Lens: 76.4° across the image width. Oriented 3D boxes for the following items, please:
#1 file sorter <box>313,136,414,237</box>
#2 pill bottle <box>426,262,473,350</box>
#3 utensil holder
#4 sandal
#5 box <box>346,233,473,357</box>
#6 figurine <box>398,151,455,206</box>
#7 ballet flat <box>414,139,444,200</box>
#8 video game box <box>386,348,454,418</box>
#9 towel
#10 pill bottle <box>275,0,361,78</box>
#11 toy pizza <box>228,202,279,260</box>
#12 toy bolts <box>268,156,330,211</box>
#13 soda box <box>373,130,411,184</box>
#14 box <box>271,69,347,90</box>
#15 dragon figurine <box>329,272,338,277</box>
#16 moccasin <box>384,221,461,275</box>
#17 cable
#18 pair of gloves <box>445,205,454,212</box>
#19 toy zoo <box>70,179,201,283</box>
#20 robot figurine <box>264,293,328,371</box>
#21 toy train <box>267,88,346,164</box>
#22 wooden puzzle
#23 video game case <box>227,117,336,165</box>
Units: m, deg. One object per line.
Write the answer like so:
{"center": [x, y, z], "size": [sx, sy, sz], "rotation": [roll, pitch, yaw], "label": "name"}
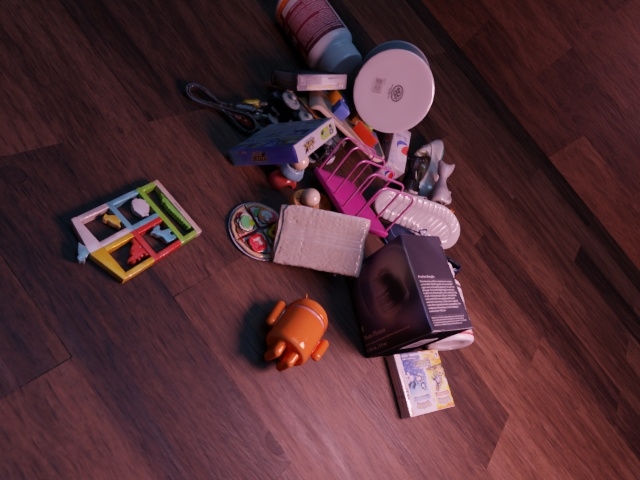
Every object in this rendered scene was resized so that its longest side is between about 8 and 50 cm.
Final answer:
{"center": [0.152, -0.189, 1.399], "size": [0.202, 0.182, 0.291], "rotation": [13, 38, -43], "label": "file sorter"}
{"center": [0.422, 0.228, 1.428], "size": [0.161, 0.161, 0.283], "rotation": [13, 56, -29], "label": "pill bottle"}
{"center": [0.302, -0.636, 1.677], "size": [0.327, 0.327, 0.385], "rotation": [37, 28, -11], "label": "utensil holder"}
{"center": [0.393, -0.107, 1.639], "size": [0.416, 0.169, 0.102], "rotation": [28, 19, -20], "label": "sandal"}
{"center": [0.251, 0.175, 1.249], "size": [0.182, 0.296, 0.294], "rotation": [4, 61, -33], "label": "box"}
{"center": [0.445, -0.256, 1.689], "size": [0.215, 0.092, 0.209], "rotation": [15, 71, 4], "label": "figurine"}
{"center": [0.476, -0.340, 1.843], "size": [0.139, 0.139, 0.400], "rotation": [30, 53, -18], "label": "ballet flat"}
{"center": [0.319, 0.451, 1.298], "size": [0.205, 0.048, 0.187], "rotation": [3, 64, -34], "label": "video game box"}
{"center": [0.000, 0.000, 1.227], "size": [0.282, 0.049, 0.187], "rotation": [12, 90, -7], "label": "towel"}
{"center": [-0.006, -0.883, 1.756], "size": [0.224, 0.224, 0.392], "rotation": [-26, 80, -42], "label": "pill bottle"}
{"center": [-0.182, -0.034, 1.246], "size": [0.201, 0.032, 0.201], "rotation": [17, 55, -26], "label": "toy pizza"}
{"center": [-0.043, -0.180, 1.347], "size": [0.218, 0.158, 0.228], "rotation": [-18, 75, -41], "label": "toy bolts"}
{"center": [0.316, -0.381, 1.766], "size": [0.091, 0.098, 0.286], "rotation": [32, 49, -16], "label": "soda box"}
{"center": [-0.044, -0.612, 1.550], "size": [0.231, 0.056, 0.183], "rotation": [-17, 34, -34], "label": "box"}
{"center": [0.069, 0.007, 1.362], "size": [0.085, 0.144, 0.289], "rotation": [37, 29, -9], "label": "dragon figurine"}
{"center": [0.396, 0.026, 1.561], "size": [0.342, 0.117, 0.138], "rotation": [31, 50, -17], "label": "moccasin"}
{"center": [-0.322, -0.445, 1.401], "size": [0.287, 0.072, 0.139], "rotation": [7, 81, -18], "label": "cable"}
{"center": [0.573, -0.145, 1.863], "size": [0.074, 0.010, 0.083], "rotation": [-30, 80, -41], "label": "pair of gloves"}
{"center": [-0.476, -0.021, 1.033], "size": [0.192, 0.030, 0.293], "rotation": [49, 47, -1], "label": "toy zoo"}
{"center": [-0.060, 0.247, 1.100], "size": [0.158, 0.128, 0.219], "rotation": [15, 43, 23], "label": "robot figurine"}
{"center": [-0.051, -0.423, 1.516], "size": [0.334, 0.142, 0.190], "rotation": [48, 34, 2], "label": "toy train"}
{"center": [0.113, -0.485, 1.607], "size": [0.348, 0.080, 0.322], "rotation": [33, 28, -21], "label": "wooden puzzle"}
{"center": [-0.122, -0.320, 1.320], "size": [0.244, 0.269, 0.061], "rotation": [-47, 131, -44], "label": "video game case"}
